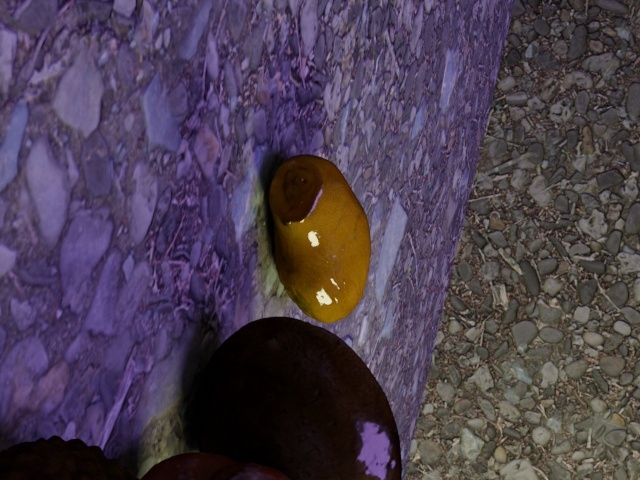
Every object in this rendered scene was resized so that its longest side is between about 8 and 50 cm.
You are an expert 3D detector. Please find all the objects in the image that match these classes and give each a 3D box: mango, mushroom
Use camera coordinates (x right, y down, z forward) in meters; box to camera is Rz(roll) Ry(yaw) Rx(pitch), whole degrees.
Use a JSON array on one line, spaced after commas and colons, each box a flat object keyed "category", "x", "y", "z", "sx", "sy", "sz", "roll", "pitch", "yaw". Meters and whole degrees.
[{"category": "mango", "x": 0.001, "y": -0.004, "z": 1.489, "sx": 0.359, "sy": 0.144, "sz": 0.187, "roll": 80, "pitch": 26, "yaw": -45}, {"category": "mushroom", "x": -0.037, "y": 0.281, "z": 1.314, "sx": 0.239, "sy": 0.345, "sz": 0.345, "roll": -44, "pitch": 149, "yaw": -24}]

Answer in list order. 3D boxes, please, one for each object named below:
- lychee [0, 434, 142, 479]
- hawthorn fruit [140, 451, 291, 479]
[{"category": "lychee", "x": -0.236, "y": 0.315, "z": 0.869, "sx": 0.236, "sy": 0.236, "sz": 0.271, "roll": -16, "pitch": 95, "yaw": -70}, {"category": "hawthorn fruit", "x": -0.137, "y": 0.391, "z": 1.130, "sx": 0.284, "sy": 0.284, "sz": 0.284, "roll": 13, "pitch": 90, "yaw": -72}]
